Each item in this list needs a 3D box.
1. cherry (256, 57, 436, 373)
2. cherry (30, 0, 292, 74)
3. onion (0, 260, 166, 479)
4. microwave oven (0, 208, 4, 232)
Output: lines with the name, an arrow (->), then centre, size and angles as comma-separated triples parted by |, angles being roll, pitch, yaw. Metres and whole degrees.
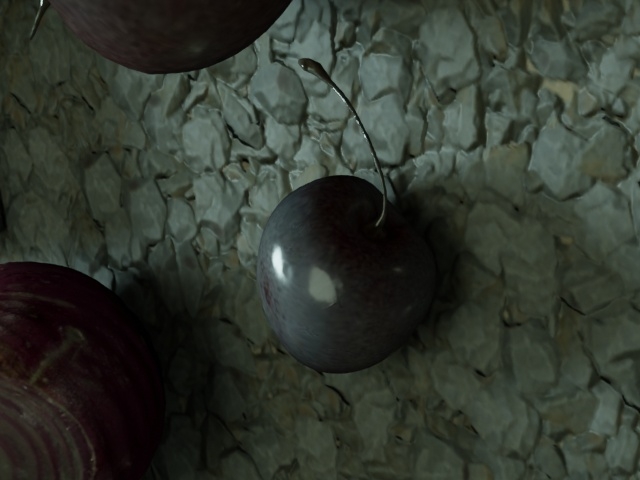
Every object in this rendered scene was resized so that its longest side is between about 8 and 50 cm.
cherry -> 0.001, 0.003, 1.278 | 0.188, 0.115, 0.148 | 56, 171, 28
cherry -> -0.104, -0.252, 1.229 | 0.261, 0.221, 0.307 | 47, 116, 15
onion -> -0.230, 0.127, 1.443 | 0.272, 0.230, 0.256 | 55, -178, -41
microwave oven -> -0.443, -0.079, 1.624 | 0.295, 0.181, 0.237 | -6, 98, 45
